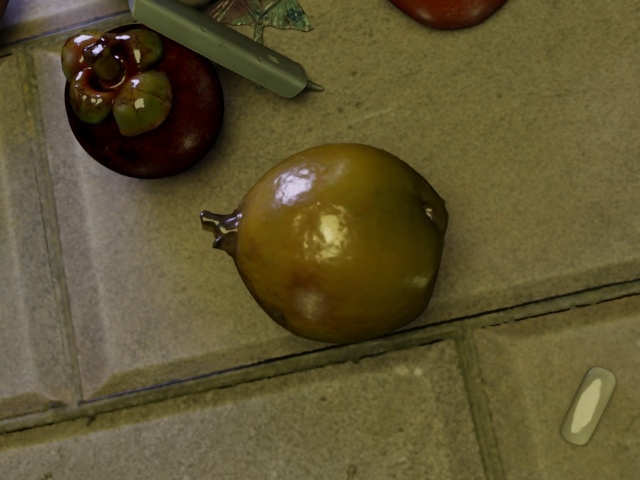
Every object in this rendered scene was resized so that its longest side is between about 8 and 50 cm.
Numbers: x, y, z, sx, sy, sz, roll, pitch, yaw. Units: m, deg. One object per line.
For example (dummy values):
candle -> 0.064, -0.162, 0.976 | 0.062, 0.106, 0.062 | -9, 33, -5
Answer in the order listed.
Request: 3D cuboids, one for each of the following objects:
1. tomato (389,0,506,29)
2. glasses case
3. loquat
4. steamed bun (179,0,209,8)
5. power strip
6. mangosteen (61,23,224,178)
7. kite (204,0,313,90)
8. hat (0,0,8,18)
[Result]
tomato -> 0.136, -0.355, 1.182 | 0.236, 0.095, 0.237 | -2, 81, 12
glasses case -> 0.274, 0.169, 1.104 | 0.032, 0.021, 0.083 | 25, 87, 15
loquat -> 0.000, 0.000, 1.084 | 0.246, 0.213, 0.213 | 6, 82, -9
steamed bun -> -0.173, -0.443, 1.179 | 0.367, 0.255, 0.342 | 40, 89, 13
power strip -> -0.103, -0.213, 1.172 | 0.027, 0.252, 0.060 | -54, 29, 22
mangosteen -> -0.198, -0.156, 1.164 | 0.200, 0.200, 0.200 | -2, 80, 11
kite -> -0.075, -0.249, 1.252 | 0.137, 0.005, 0.153 | 8, 82, 13
hat -> -0.457, -0.302, 1.297 | 0.205, 0.089, 0.205 | -2, 76, 9
